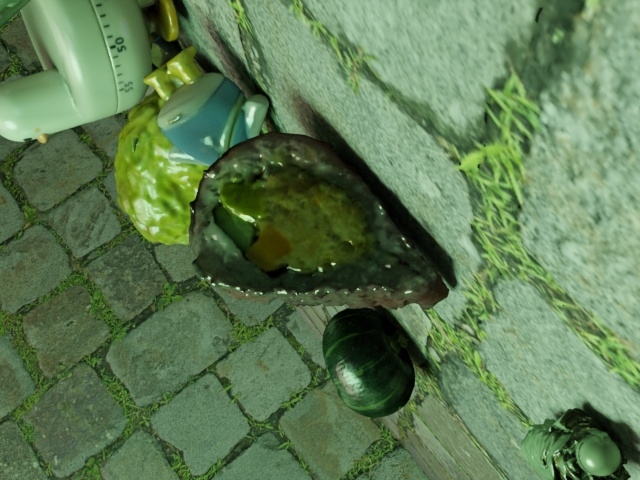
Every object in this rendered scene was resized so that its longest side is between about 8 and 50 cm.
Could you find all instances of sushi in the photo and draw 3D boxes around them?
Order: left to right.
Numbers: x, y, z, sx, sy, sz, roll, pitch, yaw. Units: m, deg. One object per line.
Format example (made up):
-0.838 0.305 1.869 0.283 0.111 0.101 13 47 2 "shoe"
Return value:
-0.001 -0.019 0.610 0.107 0.241 0.161 47 -135 -70 "sushi"

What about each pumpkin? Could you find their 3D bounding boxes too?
0.072 0.178 0.952 0.167 0.125 0.167 -15 -90 -89 "pumpkin"

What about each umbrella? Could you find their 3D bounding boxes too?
0.200 0.168 0.512 0.143 0.062 0.067 79 -177 -72 "umbrella"

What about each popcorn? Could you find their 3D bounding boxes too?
-0.185 -0.124 0.931 0.237 0.206 0.251 39 -138 -68 "popcorn"

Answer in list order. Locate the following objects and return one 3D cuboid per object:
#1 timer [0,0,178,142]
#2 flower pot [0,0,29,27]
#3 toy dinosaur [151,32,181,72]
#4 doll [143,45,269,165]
-0.323 -0.257 0.813 0.233 0.240 0.233 47 151 36 "timer"
-0.235 -0.259 0.414 0.164 0.254 0.367 42 173 -17 "flower pot"
-0.244 -0.274 1.048 0.247 0.075 0.188 41 176 33 "toy dinosaur"
-0.107 -0.114 0.778 0.241 0.135 0.099 46 -178 -34 "doll"
